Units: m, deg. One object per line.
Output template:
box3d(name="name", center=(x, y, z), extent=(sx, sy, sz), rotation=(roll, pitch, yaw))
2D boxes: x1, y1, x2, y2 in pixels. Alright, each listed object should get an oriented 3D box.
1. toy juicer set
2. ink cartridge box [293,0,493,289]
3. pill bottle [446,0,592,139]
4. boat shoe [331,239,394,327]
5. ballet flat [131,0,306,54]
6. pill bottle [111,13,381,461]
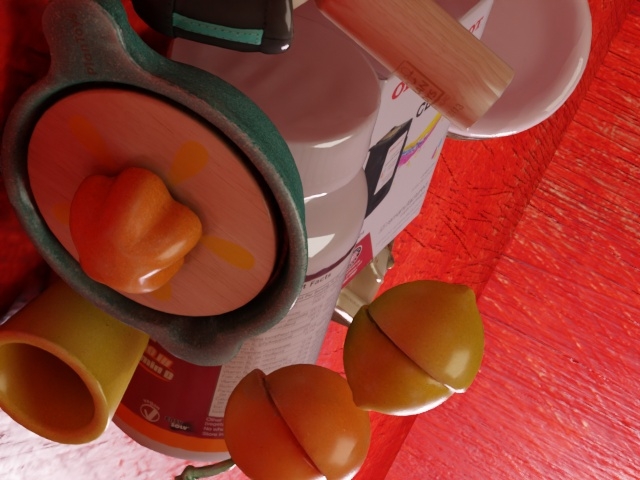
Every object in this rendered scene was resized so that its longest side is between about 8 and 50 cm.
box3d(name="toy juicer set", center=(-0.030, -0.002, 0.587), extent=(0.089, 0.209, 0.329), rotation=(-56, 168, -45))
box3d(name="ink cartridge box", center=(0.019, -0.065, 0.833), extent=(0.127, 0.072, 0.175), rotation=(-43, 158, -43))
box3d(name="pill bottle", center=(0.104, -0.134, 1.024), extent=(0.131, 0.131, 0.229), rotation=(-63, 180, 3))
box3d(name="boat shoe", center=(0.000, 0.000, 1.024), extent=(0.285, 0.105, 0.089), rotation=(-38, 150, -87))
box3d(name="ballet flat", center=(0.019, -0.185, 0.659), extent=(0.280, 0.096, 0.095), rotation=(-58, 167, -21))
box3d(name="pill bottle", center=(-0.045, 0.001, 0.749), extent=(0.121, 0.121, 0.221), rotation=(-50, 163, -45))
